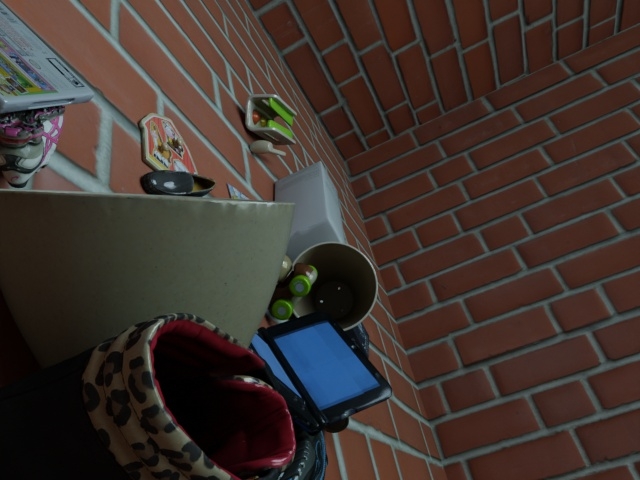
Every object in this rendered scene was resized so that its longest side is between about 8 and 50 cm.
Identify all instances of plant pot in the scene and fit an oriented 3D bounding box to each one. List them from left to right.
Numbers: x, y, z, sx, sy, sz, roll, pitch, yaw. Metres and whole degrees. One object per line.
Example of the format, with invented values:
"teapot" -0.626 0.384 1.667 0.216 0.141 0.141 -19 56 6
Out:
"plant pot" 0.039 0.163 1.468 0.274 0.256 0.256 76 -5 -74

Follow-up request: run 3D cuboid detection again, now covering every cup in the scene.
"cup" -0.199 0.064 0.565 0.331 0.331 0.237 -15 108 -77

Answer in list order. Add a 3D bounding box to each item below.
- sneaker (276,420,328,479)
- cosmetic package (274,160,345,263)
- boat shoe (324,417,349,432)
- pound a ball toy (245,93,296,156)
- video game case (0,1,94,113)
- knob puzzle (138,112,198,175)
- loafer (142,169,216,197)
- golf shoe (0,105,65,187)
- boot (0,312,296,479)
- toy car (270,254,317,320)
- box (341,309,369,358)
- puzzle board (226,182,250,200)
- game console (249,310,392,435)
"sneaker" -0.042 0.428 0.875 0.341 0.125 0.140 -29 98 -76
"cosmetic package" -0.042 -0.087 1.608 0.365 0.197 0.155 -94 158 -51
"boat shoe" -0.010 0.335 1.237 0.104 0.110 0.307 -76 151 -75
"pound a ball toy" -0.192 -0.398 1.761 0.319 0.135 0.208 -5 97 -76
"video game case" -0.423 -0.253 0.614 0.212 0.023 0.193 45 17 -11
"knob puzzle" -0.320 -0.201 1.055 0.213 0.030 0.213 60 15 -27
"loafer" -0.280 -0.117 0.968 0.170 0.061 0.062 -12 85 -65
"golf shoe" -0.387 -0.136 0.640 0.186 0.067 0.086 -112 -147 -58
"boot" -0.153 0.216 0.432 0.377 0.284 0.138 56 17 -36
"toy car" -0.118 0.089 1.245 0.188 0.149 0.155 37 10 1
"box" 0.098 0.325 1.684 0.158 0.093 0.156 62 14 -14
"puzzle board" -0.214 -0.097 1.342 0.128 0.011 0.096 39 30 -65
"game console" -0.038 0.207 0.950 0.293 0.173 0.250 43 -9 49
